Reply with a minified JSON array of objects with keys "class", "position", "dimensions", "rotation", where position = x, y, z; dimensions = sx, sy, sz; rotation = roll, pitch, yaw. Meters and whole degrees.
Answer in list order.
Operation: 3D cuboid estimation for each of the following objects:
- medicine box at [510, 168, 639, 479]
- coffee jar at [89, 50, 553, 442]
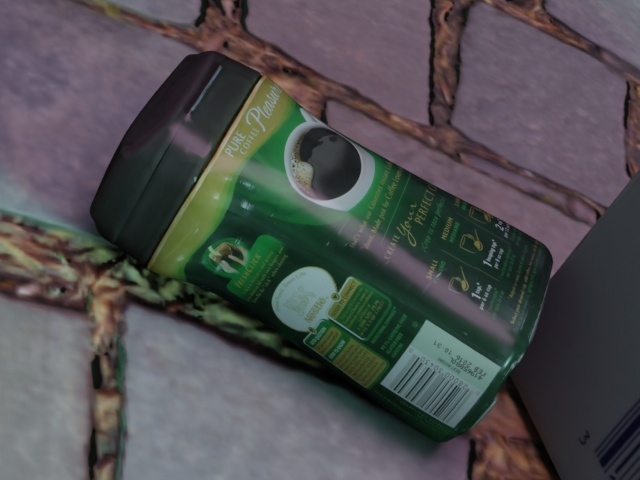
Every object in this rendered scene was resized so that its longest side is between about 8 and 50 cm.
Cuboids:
[{"class":"medicine box","position":[0.267,0.106,0.740],"dimensions":[0.289,0.149,0.263],"rotation":[3,46,-33]},{"class":"coffee jar","position":[0.000,0.000,0.718],"dimensions":[0.184,0.079,0.096],"rotation":[32,40,-4]}]
